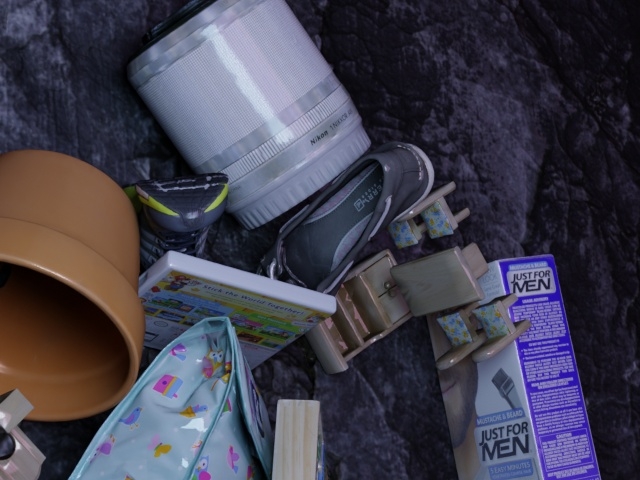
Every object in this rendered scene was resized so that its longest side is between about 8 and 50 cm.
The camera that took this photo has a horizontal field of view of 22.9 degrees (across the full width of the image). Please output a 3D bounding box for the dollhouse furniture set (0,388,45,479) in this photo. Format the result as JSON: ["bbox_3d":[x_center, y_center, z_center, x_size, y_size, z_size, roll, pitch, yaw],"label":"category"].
[{"bbox_3d":[-0.381,0.262,1.699,0.101,0.182,0.161,50,56,-11],"label":"dollhouse furniture set"}]

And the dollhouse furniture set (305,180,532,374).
[{"bbox_3d":[0.103,0.073,2.026,0.161,0.242,0.212,-33,98,-35],"label":"dollhouse furniture set"}]

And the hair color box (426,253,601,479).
[{"bbox_3d":[0.255,0.204,2.125,0.110,0.185,0.338,-4,78,-32],"label":"hair color box"}]

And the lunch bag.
[{"bbox_3d":[-0.143,0.243,1.824,0.262,0.160,0.223,-60,153,-27],"label":"lunch bag"}]

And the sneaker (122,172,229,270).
[{"bbox_3d":[-0.166,-0.015,1.861,0.111,0.300,0.121,-7,92,-11],"label":"sneaker"}]

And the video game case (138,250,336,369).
[{"bbox_3d":[-0.130,0.089,1.896,0.227,0.206,0.026,17,57,-28],"label":"video game case"}]

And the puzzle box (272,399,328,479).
[{"bbox_3d":[-0.026,0.422,1.789,0.052,0.272,0.409,1,55,3],"label":"puzzle box"}]

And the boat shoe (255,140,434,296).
[{"bbox_3d":[0.000,0.000,1.940,0.112,0.335,0.095,53,28,19],"label":"boat shoe"}]

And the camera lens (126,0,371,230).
[{"bbox_3d":[-0.093,-0.179,1.985,0.219,0.219,0.274,-40,100,-34],"label":"camera lens"}]

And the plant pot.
[{"bbox_3d":[-0.321,0.036,1.759,0.291,0.291,0.203,32,46,-22],"label":"plant pot"}]
